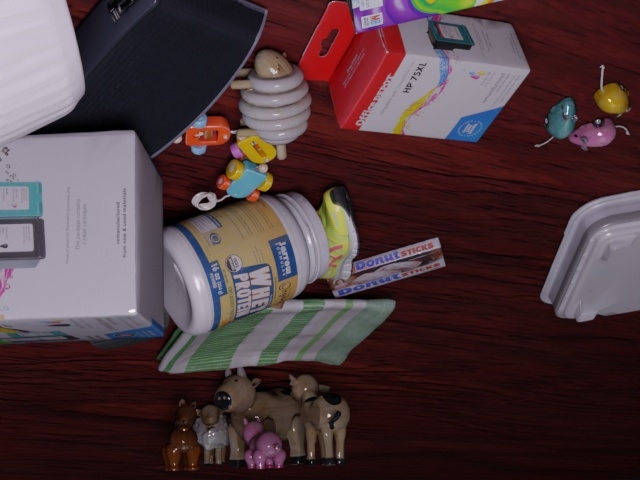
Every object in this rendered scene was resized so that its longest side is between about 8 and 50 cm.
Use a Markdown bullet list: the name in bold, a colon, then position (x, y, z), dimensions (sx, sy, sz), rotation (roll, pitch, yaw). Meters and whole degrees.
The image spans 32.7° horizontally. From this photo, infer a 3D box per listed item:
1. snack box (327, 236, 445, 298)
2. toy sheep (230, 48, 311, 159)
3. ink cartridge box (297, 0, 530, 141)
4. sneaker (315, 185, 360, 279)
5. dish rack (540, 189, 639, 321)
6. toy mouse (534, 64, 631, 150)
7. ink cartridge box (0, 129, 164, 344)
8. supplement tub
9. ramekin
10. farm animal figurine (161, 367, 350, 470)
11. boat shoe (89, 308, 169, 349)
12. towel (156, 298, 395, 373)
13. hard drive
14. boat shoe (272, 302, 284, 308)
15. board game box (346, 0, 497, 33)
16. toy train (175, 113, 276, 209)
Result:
- **snack box**: position (0.099, 0.042, 1.656), dimensions (0.178, 0.022, 0.064), rotation (-17, 150, 5)
- **toy sheep**: position (-0.053, -0.152, 1.223), dimensions (0.091, 0.091, 0.132), rotation (-10, 124, -6)
- **ink cartridge box**: position (0.100, -0.189, 1.232), dimensions (0.230, 0.078, 0.134), rotation (3, 145, -23)
- **sneaker**: position (0.000, 0.000, 1.496), dimensions (0.094, 0.082, 0.208), rotation (-6, 149, -8)
- **dish rack**: position (0.521, 0.032, 1.758), dimensions (0.285, 0.072, 0.333), rotation (-10, 150, -8)
- **toy mouse**: position (0.346, -0.149, 1.433), dimensions (0.143, 0.031, 0.161), rotation (-31, 145, 26)
- **ink cartridge box**: position (-0.319, 0.005, 1.191), dimensions (0.269, 0.197, 0.198), rotation (-3, 168, 0)
- **supplement tub**: position (-0.104, 0.024, 1.398), dimensions (0.199, 0.144, 0.144), rotation (-21, 154, -26)
- **ramekin**: position (-0.287, -0.205, 0.896), dimensions (0.127, 0.273, 0.273), rotation (-19, 150, -14)
- **farm animal figurine**: position (-0.097, 0.298, 1.854), dimensions (0.330, 0.172, 0.327), rotation (-4, 169, 11)
- **boat shoe**: position (-0.277, 0.056, 1.475), dimensions (0.118, 0.103, 0.320), rotation (-12, 153, -5)
- **towel**: position (-0.076, 0.152, 1.724), dimensions (0.324, 0.038, 0.248), rotation (1, 153, -23)
- **hard drive**: position (-0.187, -0.177, 1.164), dimensions (0.172, 0.054, 0.254), rotation (15, 139, -39)
- **boat shoe**: position (-0.128, 0.044, 1.538), dimensions (0.207, 0.073, 0.073), rotation (12, 104, -40)
- **board game box**: position (0.145, -0.312, 0.988), dimensions (0.275, 0.144, 0.142), rotation (-13, 149, 1)
- **toy train**: position (-0.115, -0.107, 1.317), dimensions (0.125, 0.046, 0.166), rotation (-7, 145, -7)
